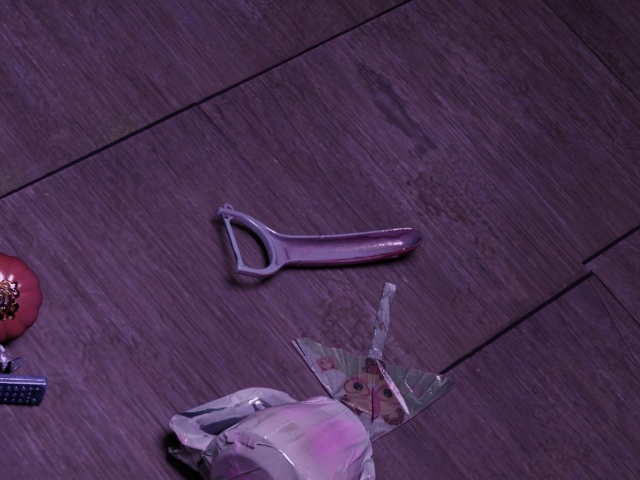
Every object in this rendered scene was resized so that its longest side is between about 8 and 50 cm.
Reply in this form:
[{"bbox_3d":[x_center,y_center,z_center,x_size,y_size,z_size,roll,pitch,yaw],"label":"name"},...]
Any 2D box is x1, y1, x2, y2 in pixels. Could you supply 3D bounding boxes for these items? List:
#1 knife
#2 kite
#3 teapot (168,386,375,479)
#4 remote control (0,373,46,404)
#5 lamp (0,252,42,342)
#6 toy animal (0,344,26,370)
[{"bbox_3d":[0.000,0.001,2.190,0.278,0.053,0.123,0,52,-25],"label":"knife"},{"bbox_3d":[0.070,0.152,2.142,0.229,0.012,0.250,18,50,-12],"label":"kite"},{"bbox_3d":[-0.048,0.264,1.945,0.178,0.221,0.163,-27,110,-45],"label":"teapot"},{"bbox_3d":[-0.393,0.167,1.906,0.152,0.043,0.027,7,42,-18],"label":"remote control"},{"bbox_3d":[-0.380,0.067,1.949,0.107,0.092,0.107,0,90,-12],"label":"lamp"},{"bbox_3d":[-0.375,0.135,1.927,0.050,0.084,0.028,26,92,10],"label":"toy animal"}]
